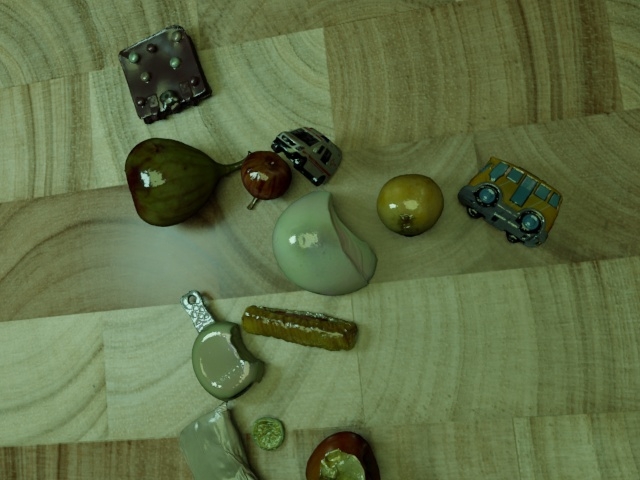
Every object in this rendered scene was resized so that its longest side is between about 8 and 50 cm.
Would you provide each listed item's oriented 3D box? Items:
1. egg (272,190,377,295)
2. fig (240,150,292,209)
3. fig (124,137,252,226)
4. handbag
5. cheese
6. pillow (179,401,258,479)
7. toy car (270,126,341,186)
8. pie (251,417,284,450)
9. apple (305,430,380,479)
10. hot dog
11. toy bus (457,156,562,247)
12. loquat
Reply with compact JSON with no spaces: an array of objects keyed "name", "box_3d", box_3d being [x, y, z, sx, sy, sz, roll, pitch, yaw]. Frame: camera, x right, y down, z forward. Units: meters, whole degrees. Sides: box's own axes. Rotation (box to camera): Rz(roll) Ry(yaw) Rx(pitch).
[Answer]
[{"name":"egg","box_3d":[-0.012,0.015,1.175,0.206,0.162,0.271,-35,79,4]},{"name":"fig","box_3d":[-0.131,-0.143,1.239,0.129,0.128,0.150,-2,113,10]},{"name":"fig","box_3d":[-0.306,-0.158,1.249,0.321,0.217,0.216,-13,82,-13]},{"name":"handbag","box_3d":[-0.411,-0.433,1.331,0.203,0.074,0.216,-20,82,9]},{"name":"cheese","box_3d":[-0.255,0.247,1.240,0.163,0.082,0.286,-31,80,5]},{"name":"pillow","box_3d":[-0.234,0.545,1.218,0.173,0.067,0.270,-31,80,12]},{"name":"toy car","box_3d":[-0.026,-0.208,1.173,0.089,0.210,0.108,42,95,23]},{"name":"pie","box_3d":[-0.128,0.467,1.228,0.084,0.021,0.084,0,87,6]},{"name":"apple","box_3d":[0.046,0.518,1.134,0.158,0.147,0.156,-27,114,17]},{"name":"hot dog","box_3d":[-0.055,0.210,1.215,0.289,0.068,0.083,8,94,10]},{"name":"toy bus","box_3d":[0.425,-0.090,1.127,0.210,0.126,0.136,34,83,12]},{"name":"loquat","box_3d":[0.204,-0.082,1.154,0.163,0.163,0.137,-24,117,7]}]
